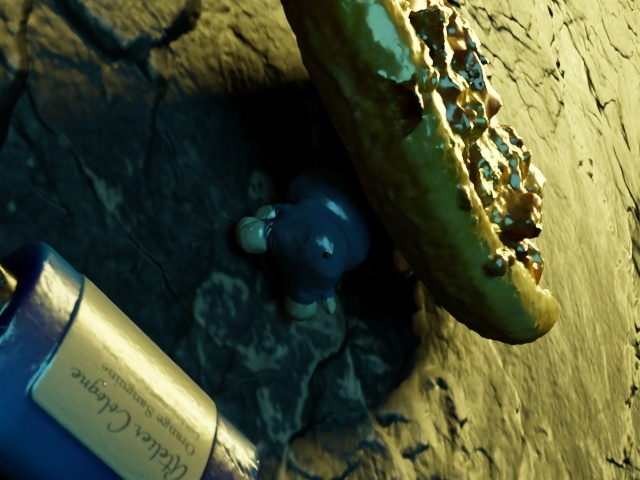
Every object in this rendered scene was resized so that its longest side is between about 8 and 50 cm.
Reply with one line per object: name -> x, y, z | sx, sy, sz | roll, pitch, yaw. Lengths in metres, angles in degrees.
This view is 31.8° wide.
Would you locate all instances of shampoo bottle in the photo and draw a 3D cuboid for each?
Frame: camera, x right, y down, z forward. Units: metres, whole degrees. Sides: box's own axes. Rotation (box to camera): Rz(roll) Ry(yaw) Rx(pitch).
shampoo bottle -> -0.099, 0.067, 0.462 | 0.183, 0.050, 0.087 | 49, 45, -29

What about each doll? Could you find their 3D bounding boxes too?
doll -> 0.000, 0.000, 0.626 | 0.076, 0.051, 0.083 | 62, 35, -22

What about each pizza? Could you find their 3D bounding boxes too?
pizza -> 0.073, -0.076, 0.688 | 0.335, 0.086, 0.226 | 55, 25, -34
